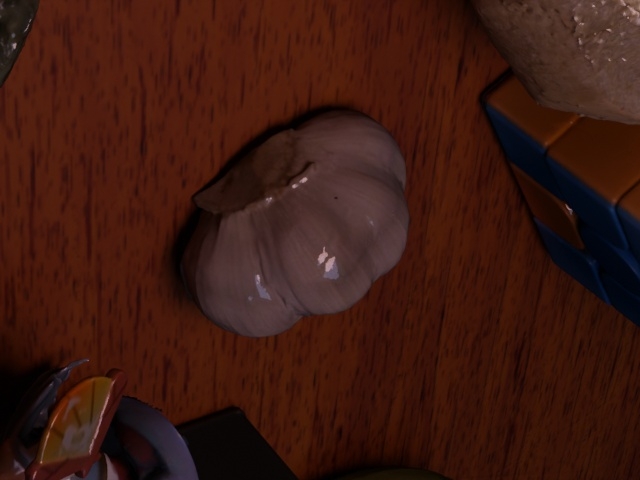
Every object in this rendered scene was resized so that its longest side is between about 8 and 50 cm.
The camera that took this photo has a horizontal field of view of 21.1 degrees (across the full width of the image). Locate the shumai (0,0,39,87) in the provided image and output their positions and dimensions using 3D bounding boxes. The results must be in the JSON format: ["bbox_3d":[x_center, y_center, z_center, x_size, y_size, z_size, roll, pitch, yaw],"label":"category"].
[{"bbox_3d":[-0.243,-0.173,1.185,0.087,0.099,0.124,17,76,-19],"label":"shumai"}]

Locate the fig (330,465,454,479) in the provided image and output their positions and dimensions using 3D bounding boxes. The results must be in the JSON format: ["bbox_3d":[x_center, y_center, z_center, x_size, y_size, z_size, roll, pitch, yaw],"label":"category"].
[{"bbox_3d":[0.074,0.337,1.816,0.230,0.207,0.207,19,117,-1],"label":"fig"}]

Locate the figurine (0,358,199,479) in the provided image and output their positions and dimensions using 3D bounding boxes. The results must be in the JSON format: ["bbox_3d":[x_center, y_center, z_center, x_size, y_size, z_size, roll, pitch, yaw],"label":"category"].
[{"bbox_3d":[-0.303,0.198,1.353,0.388,0.248,0.277,-1,121,-52],"label":"figurine"}]

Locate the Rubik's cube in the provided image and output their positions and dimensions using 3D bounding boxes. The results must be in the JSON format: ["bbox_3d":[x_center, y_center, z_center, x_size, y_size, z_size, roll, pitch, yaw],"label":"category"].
[{"bbox_3d":[0.379,-0.074,1.642,0.291,0.291,0.290,-41,140,-6],"label":"Rubik's cube"}]

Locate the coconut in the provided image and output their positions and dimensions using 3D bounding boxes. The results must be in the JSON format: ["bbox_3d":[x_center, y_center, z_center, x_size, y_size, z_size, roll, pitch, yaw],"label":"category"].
[{"bbox_3d":[0.257,-0.242,1.417,0.297,0.254,0.297,-2,97,-20],"label":"coconut"}]

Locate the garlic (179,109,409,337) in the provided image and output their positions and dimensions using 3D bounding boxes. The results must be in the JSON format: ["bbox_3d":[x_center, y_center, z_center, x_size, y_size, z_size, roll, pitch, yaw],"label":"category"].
[{"bbox_3d":[0.000,0.000,1.498,0.229,0.143,0.178,-50,140,-8],"label":"garlic"}]

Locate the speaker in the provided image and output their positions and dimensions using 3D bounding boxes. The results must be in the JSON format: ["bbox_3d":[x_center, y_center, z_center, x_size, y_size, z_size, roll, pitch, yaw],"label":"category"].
[{"bbox_3d":[-0.118,0.307,1.643,0.192,0.153,0.231,-17,133,-30],"label":"speaker"}]
